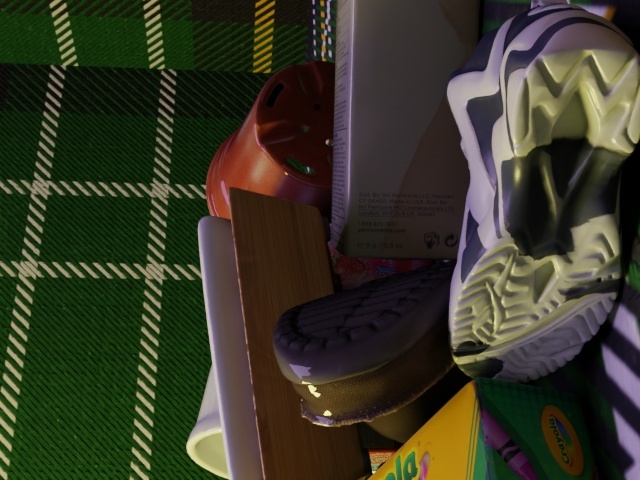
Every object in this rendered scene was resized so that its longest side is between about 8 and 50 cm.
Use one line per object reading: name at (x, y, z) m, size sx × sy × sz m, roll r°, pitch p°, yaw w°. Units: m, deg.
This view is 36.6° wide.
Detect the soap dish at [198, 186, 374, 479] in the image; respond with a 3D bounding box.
soap dish at (-0.026, 0.121, 0.895) m, size 0.229 × 0.118 × 0.291 m, roll 77°, pitch -177°, yaw -67°

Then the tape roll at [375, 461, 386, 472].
tape roll at (0.095, 0.364, 0.878) m, size 0.321 × 0.077 × 0.321 m, roll -178°, pitch 90°, yaw -86°

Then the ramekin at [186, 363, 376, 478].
ramekin at (-0.027, 0.229, 1.264) m, size 0.277 × 0.277 × 0.135 m, roll 100°, pitch 178°, yaw -60°

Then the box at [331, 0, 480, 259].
box at (0.078, -0.142, 0.937) m, size 0.148 × 0.121 × 0.311 m, roll -127°, pitch 39°, yaw -82°

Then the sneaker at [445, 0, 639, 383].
sneaker at (0.123, -0.039, 0.587) m, size 0.153 × 0.094 × 0.235 m, roll -86°, pitch -5°, yaw -57°

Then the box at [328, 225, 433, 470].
box at (0.058, 0.121, 1.075) m, size 0.122 × 0.128 × 0.257 m, roll 103°, pitch 167°, yaw -67°

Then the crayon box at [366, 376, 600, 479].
crayon box at (0.078, 0.230, 0.632) m, size 0.278 × 0.081 × 0.165 m, roll 123°, pitch 152°, yaw -45°

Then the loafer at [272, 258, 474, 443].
loafer at (0.075, 0.089, 0.732) m, size 0.366 × 0.134 × 0.130 m, roll -9°, pitch -97°, yaw -72°

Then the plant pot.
plant pot at (-0.022, -0.122, 1.469) m, size 0.265 × 0.272 × 0.272 m, roll 125°, pitch 147°, yaw -66°
